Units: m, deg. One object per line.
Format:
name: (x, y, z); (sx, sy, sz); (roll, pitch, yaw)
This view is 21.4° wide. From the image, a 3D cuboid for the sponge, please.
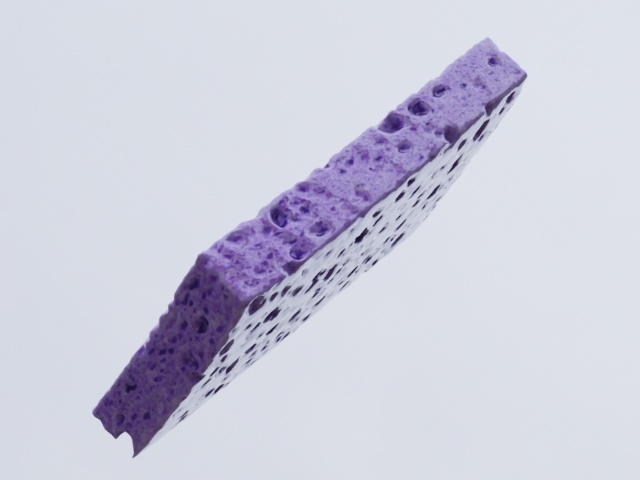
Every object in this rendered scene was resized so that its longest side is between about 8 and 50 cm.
sponge: (0.000, 0.000, 0.709); (0.031, 0.210, 0.117); (45, -43, 8)
